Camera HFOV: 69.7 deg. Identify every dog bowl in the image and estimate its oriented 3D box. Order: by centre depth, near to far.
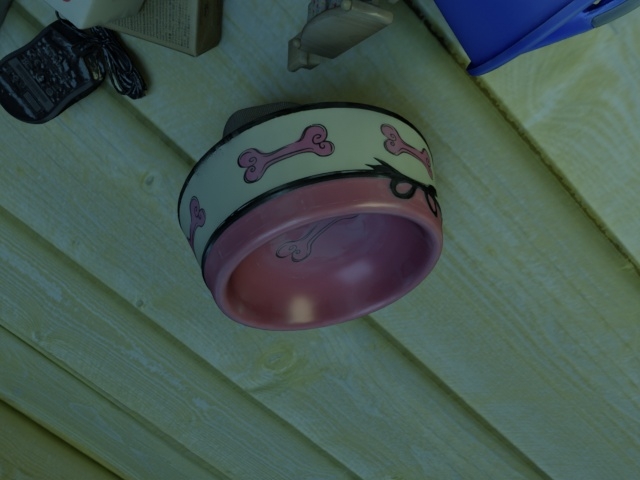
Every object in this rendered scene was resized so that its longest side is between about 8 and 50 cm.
[{"bbox_3d":[0.000,0.000,0.699,0.407,0.151,0.408,-12,148,-7],"label":"dog bowl"}]

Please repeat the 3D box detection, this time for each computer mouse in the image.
[{"bbox_3d":[-0.449,-0.299,0.814,0.271,0.072,0.189,-20,115,16],"label":"computer mouse"}]

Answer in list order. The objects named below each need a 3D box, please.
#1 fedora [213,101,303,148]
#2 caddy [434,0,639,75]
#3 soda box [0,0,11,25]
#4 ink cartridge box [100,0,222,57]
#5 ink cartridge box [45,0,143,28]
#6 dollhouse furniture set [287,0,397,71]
[{"bbox_3d":[-0.061,-0.133,0.727,0.275,0.125,0.244,4,141,-29],"label":"fedora"},{"bbox_3d":[0.266,-0.304,0.444,0.179,0.241,0.341,48,139,-10],"label":"caddy"},{"bbox_3d":[-0.562,-0.427,0.735,0.286,0.091,0.098,-31,111,34],"label":"soda box"},{"bbox_3d":[-0.235,-0.408,0.642,0.193,0.088,0.235,21,129,4],"label":"ink cartridge box"},{"bbox_3d":[-0.268,-0.435,0.498,0.226,0.131,0.306,39,125,-10],"label":"ink cartridge box"},{"bbox_3d":[-0.009,-0.384,0.471,0.173,0.355,0.304,1,92,-27],"label":"dollhouse furniture set"}]
